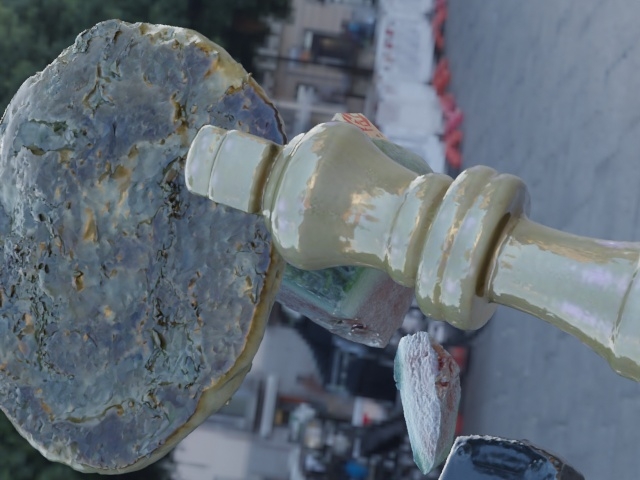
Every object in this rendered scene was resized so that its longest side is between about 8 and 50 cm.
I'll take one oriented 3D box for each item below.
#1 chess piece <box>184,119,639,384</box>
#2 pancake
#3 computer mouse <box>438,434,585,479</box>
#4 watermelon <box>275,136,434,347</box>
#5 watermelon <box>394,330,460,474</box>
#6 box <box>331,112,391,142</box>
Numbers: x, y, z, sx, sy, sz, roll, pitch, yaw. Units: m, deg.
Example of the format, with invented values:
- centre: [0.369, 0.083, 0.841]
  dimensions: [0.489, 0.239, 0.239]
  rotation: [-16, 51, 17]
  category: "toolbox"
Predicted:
- centre: [0.092, 0.001, 0.908]
  dimensions: [0.117, 0.397, 0.117]
  rotation: [-51, -27, -40]
  category: "chess piece"
- centre: [-0.161, -0.001, 1.139]
  dimensions: [0.065, 0.356, 0.356]
  rotation: [12, -95, -57]
  category: "pancake"
- centre: [0.183, 0.344, 1.566]
  dimensions: [0.100, 0.170, 0.269]
  rotation: [40, -112, -42]
  category: "computer mouse"
- centre: [0.000, 0.000, 1.616]
  dimensions: [0.310, 0.193, 0.232]
  rotation: [-28, -46, -50]
  category: "watermelon"
- centre: [0.143, 0.205, 1.855]
  dimensions: [0.094, 0.081, 0.180]
  rotation: [109, 154, -81]
  category: "watermelon"
- centre: [0.061, -0.123, 1.797]
  dimensions: [0.058, 0.093, 0.015]
  rotation: [-9, -40, -54]
  category: "box"
